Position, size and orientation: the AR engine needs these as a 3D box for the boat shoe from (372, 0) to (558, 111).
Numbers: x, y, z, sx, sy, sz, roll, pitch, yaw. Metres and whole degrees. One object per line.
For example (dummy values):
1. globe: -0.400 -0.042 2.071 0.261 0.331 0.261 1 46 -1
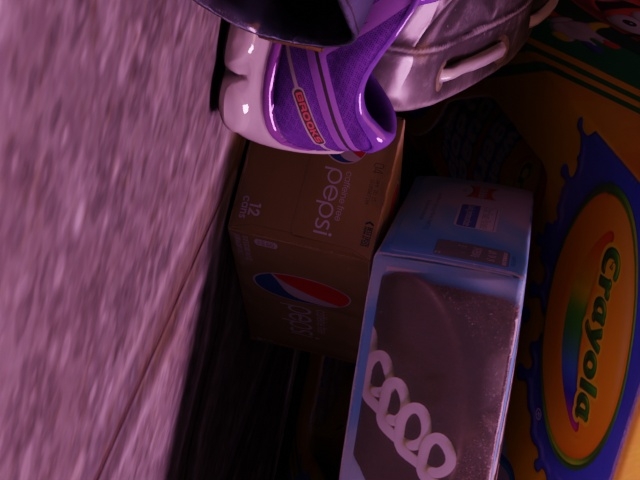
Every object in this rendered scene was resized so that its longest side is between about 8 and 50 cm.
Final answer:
1. boat shoe: 0.050 -0.132 0.832 0.335 0.121 0.119 -35 147 -67

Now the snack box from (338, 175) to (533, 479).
1. snack box: 0.034 0.146 0.791 0.187 0.060 0.322 -56 155 -77

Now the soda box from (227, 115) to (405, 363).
1. soda box: 0.000 0.000 0.804 0.181 0.058 0.061 85 19 -73

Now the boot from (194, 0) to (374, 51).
1. boot: 0.005 -0.102 0.441 0.219 0.082 0.106 -32 132 -86

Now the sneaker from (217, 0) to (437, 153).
1. sneaker: 0.015 -0.107 0.607 0.068 0.071 0.170 -69 170 -61

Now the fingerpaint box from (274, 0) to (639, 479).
1. fingerpaint box: 0.119 0.096 1.003 0.371 0.163 0.445 -119 -146 -53
